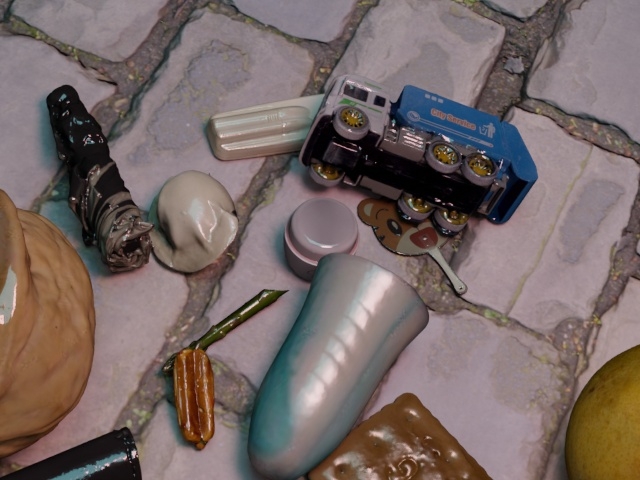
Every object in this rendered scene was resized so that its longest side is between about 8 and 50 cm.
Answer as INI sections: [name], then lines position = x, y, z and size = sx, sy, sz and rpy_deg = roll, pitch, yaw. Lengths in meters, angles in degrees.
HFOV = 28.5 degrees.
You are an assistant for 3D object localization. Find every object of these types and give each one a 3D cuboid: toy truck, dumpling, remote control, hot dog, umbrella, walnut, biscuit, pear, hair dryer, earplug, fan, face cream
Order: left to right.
[walnut]
position = -0.469, 0.104, 1.649
size = 0.381, 0.381, 0.381
rpy_deg = 5, 56, -8
[umbrella]
position = -0.358, -0.101, 1.937
size = 0.106, 0.113, 0.358
rpy_deg = -18, 56, -18
[hair dryer]
position = -0.299, 0.389, 1.642
size = 0.197, 0.089, 0.251
rpy_deg = -18, 69, -22
[dumpling]
position = -0.202, -0.034, 1.933
size = 0.150, 0.092, 0.176
rpy_deg = -37, 75, -14
[hot dog]
position = -0.177, 0.223, 1.783
size = 0.062, 0.038, 0.144
rpy_deg = 1, 68, -23
[remote control]
position = -0.071, -0.189, 2.078
size = 0.230, 0.049, 0.090
rpy_deg = -12, 63, -19
[face cream]
position = 0.000, 0.000, 1.935
size = 0.117, 0.104, 0.117
rpy_deg = 5, 56, -7
[earplug]
position = 0.003, 0.198, 1.783
size = 0.185, 0.185, 0.324
rpy_deg = 28, 64, 8
[toy truck]
position = 0.158, -0.138, 2.017
size = 0.367, 0.146, 0.175
rpy_deg = 20, 46, -9
[fan]
position = 0.169, -0.003, 2.027
size = 0.152, 0.008, 0.227
rpy_deg = -23, 64, -25
[biscuit]
position = 0.158, 0.377, 1.757
size = 0.217, 0.044, 0.325
rpy_deg = -32, 68, -29
[pear]
position = 0.476, 0.280, 1.738
size = 0.304, 0.304, 0.304
rpy_deg = 5, 56, -8

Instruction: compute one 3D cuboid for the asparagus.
[asparagus]
position = -0.143, 0.130, 1.864
size = 0.236, 0.034, 0.027
rpy_deg = -35, 87, -26
